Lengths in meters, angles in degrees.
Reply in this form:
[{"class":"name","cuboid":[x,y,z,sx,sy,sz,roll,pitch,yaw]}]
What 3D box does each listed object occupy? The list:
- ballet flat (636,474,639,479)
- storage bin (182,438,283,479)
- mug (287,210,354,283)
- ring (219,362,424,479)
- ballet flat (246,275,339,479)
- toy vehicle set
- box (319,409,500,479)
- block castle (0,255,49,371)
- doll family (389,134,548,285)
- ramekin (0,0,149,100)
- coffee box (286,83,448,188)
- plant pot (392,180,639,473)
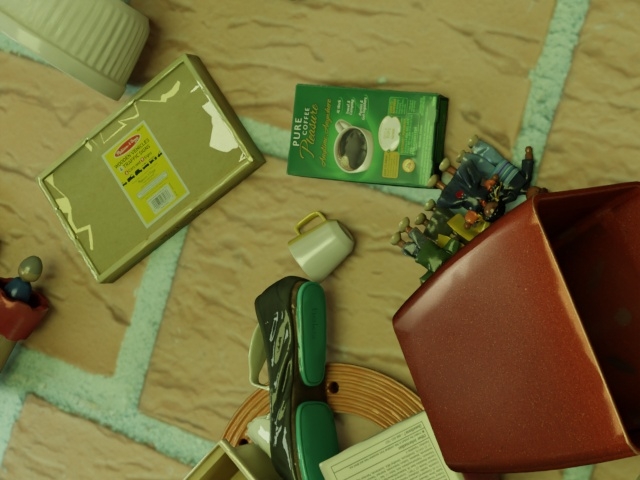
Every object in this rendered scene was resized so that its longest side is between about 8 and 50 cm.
[{"class":"ballet flat","cuboid":[0.388,0.364,1.701,0.086,0.086,0.248,-21,81,22]},{"class":"storage bin","cuboid":[-0.087,0.406,1.854,0.262,0.123,0.260,47,107,16]},{"class":"mug","cuboid":[0.000,0.002,1.886,0.064,0.062,0.078,-38,82,11]},{"class":"ring","cuboid":[0.022,0.311,1.890,0.337,0.032,0.336,0,90,23]},{"class":"ballet flat","cuboid":[-0.034,0.182,1.856,0.096,0.095,0.280,-11,74,33]},{"class":"toy vehicle set","cuboid":[-0.215,-0.087,1.991,0.267,0.035,0.166,-37,76,19]},{"class":"box","cuboid":[0.127,0.311,1.759,0.149,0.127,0.232,-29,80,19]},{"class":"block castle","cuboid":[-0.583,0.010,2.008,0.453,0.303,0.212,34,102,19]},{"class":"doll family","cuboid":[0.173,-0.030,1.803,0.111,0.076,0.193,36,101,24]},{"class":"ramekin","cuboid":[-0.306,-0.270,1.947,0.207,0.207,0.109,33,93,20]},{"class":"coffee box","cuboid":[0.054,-0.122,1.871,0.184,0.040,0.113,5,91,23]},{"class":"plant pot","cuboid":[0.237,0.110,1.686,0.236,0.267,0.267,-26,80,34]}]
